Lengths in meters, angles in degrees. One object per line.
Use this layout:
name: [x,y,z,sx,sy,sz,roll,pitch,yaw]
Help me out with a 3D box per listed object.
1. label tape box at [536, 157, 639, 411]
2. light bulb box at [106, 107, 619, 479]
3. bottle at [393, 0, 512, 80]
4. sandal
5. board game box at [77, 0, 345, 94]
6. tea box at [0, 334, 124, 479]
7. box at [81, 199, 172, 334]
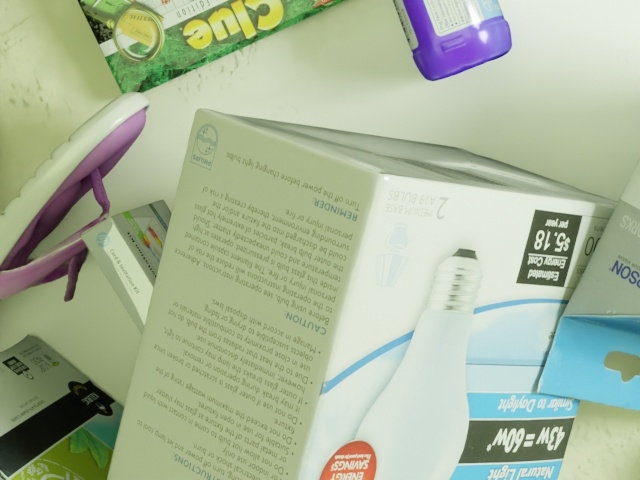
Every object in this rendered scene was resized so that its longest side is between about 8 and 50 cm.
label tape box: [0.364,0.014,1.543,0.115,0.249,0.348,33,103,46]
light bulb box: [0.044,0.100,1.540,0.225,0.358,0.361,23,103,43]
bottle: [0.090,-0.290,1.630,0.092,0.118,0.283,-20,92,13]
sandal: [-0.280,0.024,1.722,0.102,0.169,0.416,42,109,-3]
board game box: [-0.102,-0.248,1.710,0.259,0.030,0.136,-24,101,12]
tea box: [-0.263,0.290,1.658,0.323,0.329,0.220,39,102,3]
box: [-0.150,0.037,1.679,0.038,0.186,0.145,-32,89,13]
